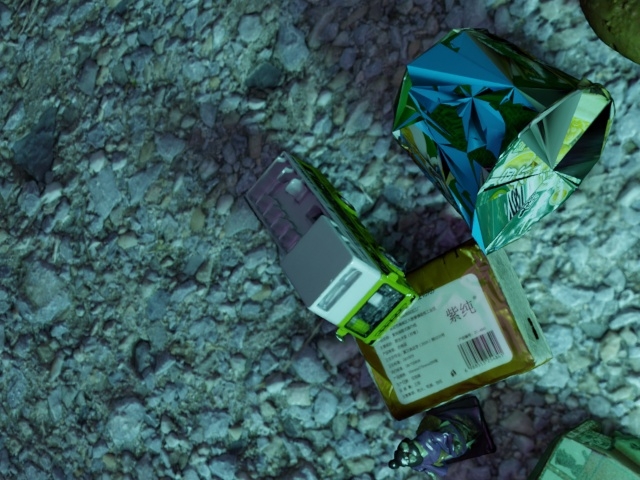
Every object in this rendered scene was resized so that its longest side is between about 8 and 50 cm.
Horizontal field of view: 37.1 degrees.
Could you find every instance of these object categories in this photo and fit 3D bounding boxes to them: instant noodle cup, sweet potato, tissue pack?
[{"bbox_3d":[0.208,-0.133,1.150,0.178,0.240,0.240,44,115,30],"label":"instant noodle cup"},{"bbox_3d":[0.374,-0.273,1.100,0.124,0.098,0.310,-37,71,7],"label":"sweet potato"},{"bbox_3d":[0.163,0.118,1.261,0.226,0.092,0.183,-29,78,31],"label":"tissue pack"}]

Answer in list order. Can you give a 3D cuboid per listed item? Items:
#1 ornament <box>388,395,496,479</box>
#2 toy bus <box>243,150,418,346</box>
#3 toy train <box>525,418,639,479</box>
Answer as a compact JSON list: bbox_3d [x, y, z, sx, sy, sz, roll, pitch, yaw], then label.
[{"bbox_3d":[0.154,0.260,1.218,0.081,0.203,0.088,-24,79,23],"label":"ornament"},{"bbox_3d":[0.000,0.000,1.274,0.113,0.139,0.302,-48,44,12],"label":"toy bus"},{"bbox_3d":[0.304,0.375,1.170,0.159,0.129,0.326,33,109,30],"label":"toy train"}]
